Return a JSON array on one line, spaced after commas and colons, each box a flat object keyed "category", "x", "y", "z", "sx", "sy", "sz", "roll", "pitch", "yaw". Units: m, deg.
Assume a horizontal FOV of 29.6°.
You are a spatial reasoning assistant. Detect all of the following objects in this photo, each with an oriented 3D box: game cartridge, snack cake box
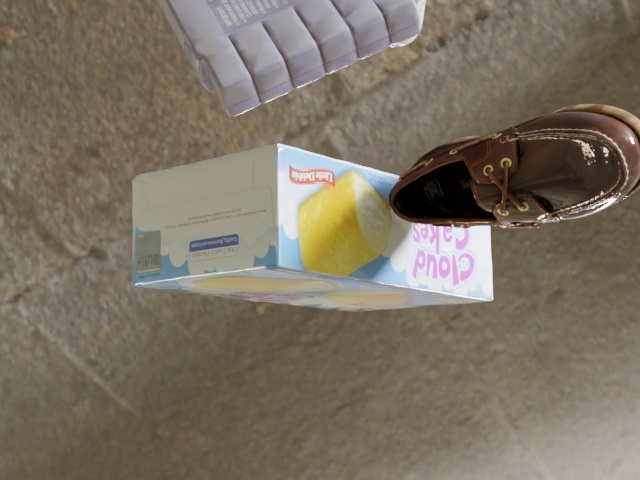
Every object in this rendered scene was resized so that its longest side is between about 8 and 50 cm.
[{"category": "game cartridge", "x": -0.066, "y": -0.294, "z": 1.334, "sx": 0.230, "sy": 0.355, "sz": 0.068, "roll": -27, "pitch": 140, "yaw": -2}, {"category": "snack cake box", "x": 0.000, "y": 0.000, "z": 0.947, "sx": 0.152, "sy": 0.089, "sz": 0.264, "roll": -10, "pitch": 167, "yaw": 40}]

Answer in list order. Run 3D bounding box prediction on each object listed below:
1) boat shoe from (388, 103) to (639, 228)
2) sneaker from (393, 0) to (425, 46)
[{"category": "boat shoe", "x": 0.128, "y": -0.039, "z": 0.814, "sx": 0.073, "sy": 0.207, "sz": 0.073, "roll": -27, "pitch": 98, "yaw": -32}, {"category": "sneaker", "x": 0.121, "y": -0.323, "z": 1.445, "sx": 0.108, "sy": 0.169, "sz": 0.292, "roll": -44, "pitch": 147, "yaw": -22}]
